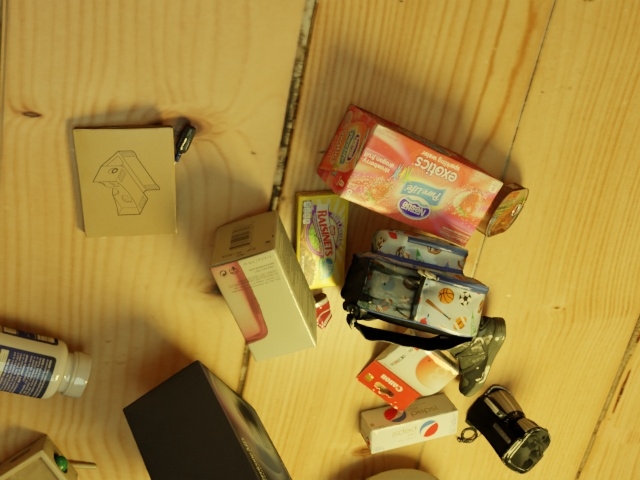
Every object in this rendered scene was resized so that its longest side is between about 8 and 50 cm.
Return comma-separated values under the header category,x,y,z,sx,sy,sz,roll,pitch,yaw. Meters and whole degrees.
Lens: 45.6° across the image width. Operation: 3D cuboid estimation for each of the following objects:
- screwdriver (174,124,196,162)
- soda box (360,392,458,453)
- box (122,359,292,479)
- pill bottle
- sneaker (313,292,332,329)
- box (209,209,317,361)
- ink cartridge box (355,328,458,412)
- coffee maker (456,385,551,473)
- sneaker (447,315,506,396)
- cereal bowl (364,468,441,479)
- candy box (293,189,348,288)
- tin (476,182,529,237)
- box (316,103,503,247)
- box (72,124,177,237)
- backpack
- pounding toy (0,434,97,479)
category,x,y,z,sx,sy,sz,roll,pitch,yaw
screwdriver,-0.261,-0.128,1.354,0.025,0.024,0.169,25,108,2
soda box,0.203,0.418,1.747,0.216,0.074,0.069,-9,117,-16
box,-0.184,0.430,1.433,0.183,0.296,0.294,-34,145,-2
pill bottle,-0.519,0.226,1.376,0.187,0.112,0.112,20,106,-26
sneaker,-0.031,0.161,1.560,0.119,0.042,0.067,-25,117,-10
box,-0.102,0.086,1.424,0.127,0.148,0.232,-16,120,8
ink cartridge box,0.187,0.294,1.663,0.145,0.045,0.179,39,107,-14
coffee maker,0.432,0.460,1.788,0.120,0.178,0.171,11,110,-23
sneaker,0.323,0.255,1.712,0.130,0.087,0.227,11,128,-1
cereal bowl,0.168,0.676,1.818,0.339,0.141,0.338,-8,117,-16
candy box,0.000,0.000,1.504,0.105,0.027,0.205,-7,117,-19
tin,0.368,-0.065,1.542,0.190,0.040,0.106,-12,134,-58
box,0.167,-0.119,1.439,0.300,0.142,0.154,21,106,-27
box,-0.337,-0.101,1.329,0.165,0.021,0.201,-3,116,-11
backpack,0.183,0.091,1.449,0.264,0.276,0.213,22,95,-1
pounding toy,-0.539,0.461,1.502,0.141,0.100,0.130,-33,106,-5
